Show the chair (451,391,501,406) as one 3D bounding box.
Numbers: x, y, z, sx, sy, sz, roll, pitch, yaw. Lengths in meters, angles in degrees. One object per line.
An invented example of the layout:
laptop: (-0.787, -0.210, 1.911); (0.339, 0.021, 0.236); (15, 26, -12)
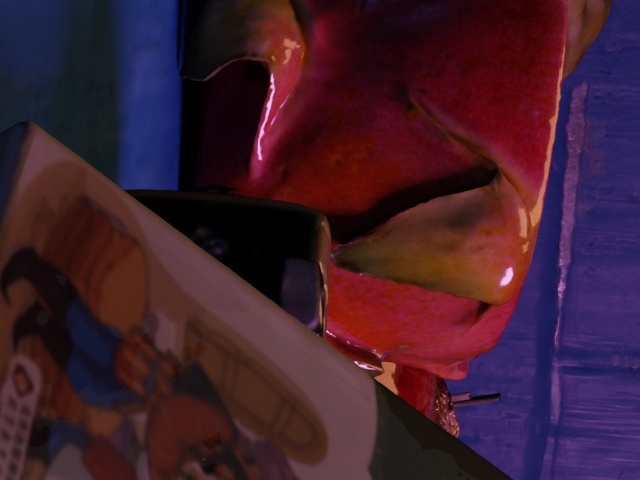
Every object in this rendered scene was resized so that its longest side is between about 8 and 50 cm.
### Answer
chair: (0.044, 0.172, 1.738); (0.095, 0.222, 0.104); (56, 33, -44)

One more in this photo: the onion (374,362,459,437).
onion: (0.011, 0.102, 1.410); (0.248, 0.161, 0.248); (165, -90, -84)

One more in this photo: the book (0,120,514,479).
book: (-0.017, 0.113, 0.579); (0.264, 0.027, 0.202); (39, 42, -34)

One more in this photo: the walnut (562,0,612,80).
walnut: (0.095, -0.239, 1.473); (0.253, 0.282, 0.277); (-36, 154, -31)

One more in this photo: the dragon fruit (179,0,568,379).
dragon fruit: (0.016, -0.066, 1.078); (0.290, 0.189, 0.290); (-171, -90, -86)

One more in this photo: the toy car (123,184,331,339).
toy car: (-0.052, 0.104, 0.710); (0.124, 0.101, 0.256); (93, 2, -50)
